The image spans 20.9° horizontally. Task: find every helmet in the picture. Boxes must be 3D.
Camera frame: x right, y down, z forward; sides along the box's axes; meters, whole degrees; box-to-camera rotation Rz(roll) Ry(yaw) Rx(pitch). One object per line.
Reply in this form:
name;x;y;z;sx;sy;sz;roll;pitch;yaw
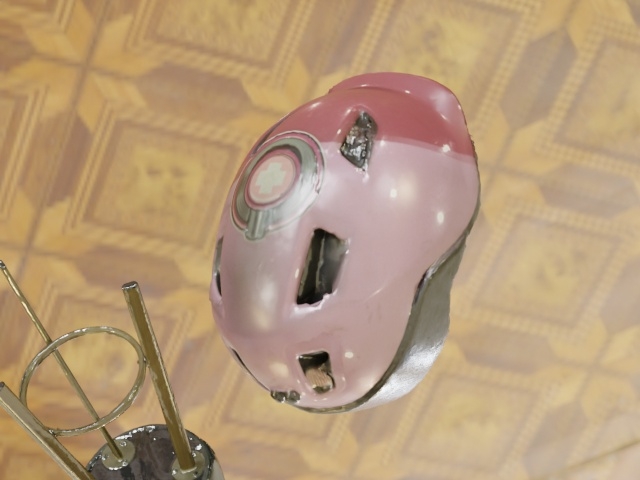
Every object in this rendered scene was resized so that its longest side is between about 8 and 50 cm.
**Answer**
helmet;0.000;0.000;1.262;0.154;0.198;0.253;-1;92;-47

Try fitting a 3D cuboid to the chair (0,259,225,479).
chair;-0.135;0.108;1.078;0.104;0.095;0.221;-35;133;-13
